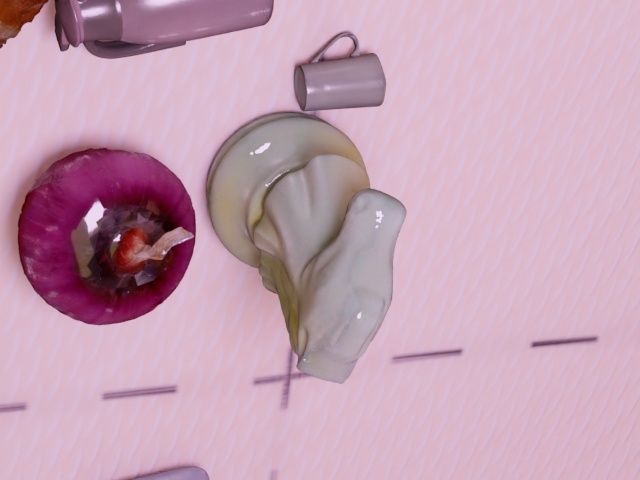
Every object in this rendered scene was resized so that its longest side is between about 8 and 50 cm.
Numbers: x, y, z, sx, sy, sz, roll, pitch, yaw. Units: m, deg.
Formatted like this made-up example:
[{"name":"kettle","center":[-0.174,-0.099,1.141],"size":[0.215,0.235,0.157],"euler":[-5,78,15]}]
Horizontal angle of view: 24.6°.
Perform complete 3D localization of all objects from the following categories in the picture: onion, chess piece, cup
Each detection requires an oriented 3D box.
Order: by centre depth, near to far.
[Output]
[{"name":"chess piece","center":[0.000,0.000,1.421],"size":[0.176,0.298,0.175],"euler":[-8,119,-15]},{"name":"onion","center":[-0.207,-0.004,1.428],"size":[0.177,0.153,0.177],"euler":[-5,124,-7]},{"name":"cup","center":[0.019,-0.168,1.486],"size":[0.083,0.054,0.075],"euler":[-8,118,-15]}]

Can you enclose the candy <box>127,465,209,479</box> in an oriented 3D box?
[{"name":"candy","center":[-0.184,0.341,1.650],"size":[0.138,0.071,0.174],"euler":[-12,118,-15]}]

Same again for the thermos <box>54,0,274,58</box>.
[{"name":"thermos","center":[-0.153,-0.220,1.365],"size":[0.193,0.105,0.137],"euler":[-18,158,-19]}]

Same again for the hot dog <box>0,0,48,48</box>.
[{"name":"hot dog","center":[-0.302,-0.217,1.290],"size":[0.103,0.146,0.213],"euler":[36,104,-4]}]
